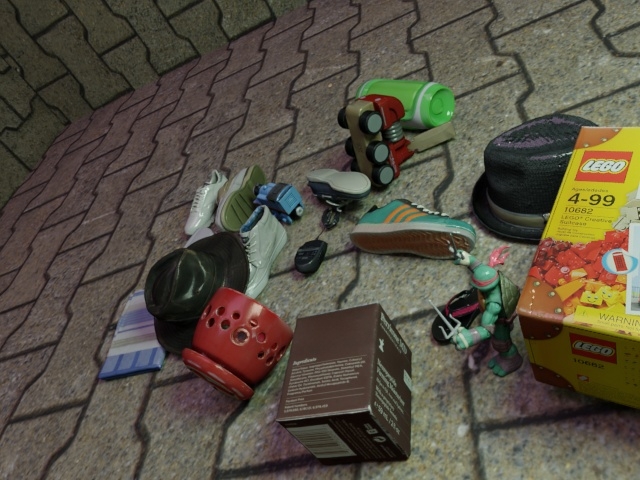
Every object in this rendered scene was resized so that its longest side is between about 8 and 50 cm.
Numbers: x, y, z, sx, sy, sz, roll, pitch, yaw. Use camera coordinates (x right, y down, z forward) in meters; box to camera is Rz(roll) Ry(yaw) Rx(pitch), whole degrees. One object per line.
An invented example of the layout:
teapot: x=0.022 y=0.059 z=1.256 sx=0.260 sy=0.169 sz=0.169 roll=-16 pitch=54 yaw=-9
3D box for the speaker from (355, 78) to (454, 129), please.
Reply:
speaker: x=0.233 y=-0.391 z=1.541 sx=0.131 sy=0.131 sz=0.296 roll=-46 pitch=38 yaw=-16

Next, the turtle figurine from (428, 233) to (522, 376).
turtle figurine: x=0.262 y=0.104 z=0.863 sx=0.118 sy=0.234 sz=0.175 roll=-5 pitch=45 yaw=34

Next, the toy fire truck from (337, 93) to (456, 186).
toy fire truck: x=0.200 y=-0.278 z=1.381 sx=0.246 sy=0.217 sz=0.158 roll=-32 pitch=33 yaw=-23

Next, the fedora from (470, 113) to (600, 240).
fedora: x=0.451 y=-0.152 z=1.079 sx=0.333 sy=0.153 sz=0.334 roll=-21 pitch=38 yaw=17

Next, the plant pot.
plant pot: x=-0.176 y=0.216 z=1.112 sx=0.191 sy=0.191 sz=0.174 roll=9 pitch=57 yaw=43

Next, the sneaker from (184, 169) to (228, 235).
sneaker: x=-0.370 y=-0.117 z=1.717 sx=0.090 sy=0.095 sz=0.235 roll=3 pitch=51 yaw=37

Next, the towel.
towel: x=-0.464 y=0.234 z=1.443 sx=0.209 sy=0.034 sz=0.285 roll=-15 pitch=42 yaw=20

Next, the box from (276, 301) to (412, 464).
box: x=0.050 y=0.245 z=0.921 sx=0.166 sy=0.168 sz=0.203 roll=-15 pitch=41 yaw=25

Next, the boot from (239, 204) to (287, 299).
boot: x=-0.178 y=0.030 z=1.377 sx=0.095 sy=0.123 sz=0.258 roll=-6 pitch=45 yaw=33

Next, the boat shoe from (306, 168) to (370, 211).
boat shoe: x=0.047 y=-0.131 z=1.417 sx=0.095 sy=0.079 sz=0.254 roll=-28 pitch=27 yaw=-30

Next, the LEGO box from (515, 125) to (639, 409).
LEGO box: x=0.565 y=0.046 z=0.691 sx=0.499 sy=0.193 sz=0.373 roll=9 pitch=55 yaw=36

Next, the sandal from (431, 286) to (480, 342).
sandal: x=0.270 y=0.117 z=1.006 sx=0.179 sy=0.040 sz=0.067 roll=-41 pitch=37 yaw=-9

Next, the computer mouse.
computer mouse: x=0.000 y=0.000 z=1.357 sx=0.071 sy=0.041 sz=0.242 roll=-5 pitch=39 yaw=32

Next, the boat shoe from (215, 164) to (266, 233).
boat shoe: x=-0.253 y=-0.114 z=1.621 sx=0.103 sy=0.113 sz=0.302 roll=-16 pitch=29 yaw=25

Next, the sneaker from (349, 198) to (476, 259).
sneaker: x=0.204 y=-0.039 z=1.177 sx=0.302 sy=0.108 sz=0.121 roll=4 pitch=55 yaw=42

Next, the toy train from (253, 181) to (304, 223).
toy train: x=-0.121 y=-0.113 z=1.511 sx=0.080 sy=0.105 sz=0.184 roll=-48 pitch=39 yaw=-19

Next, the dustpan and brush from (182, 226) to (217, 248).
dustpan and brush: x=-0.313 y=0.029 z=1.551 sx=0.211 sy=0.060 sz=0.147 roll=-2 pitch=48 yaw=46

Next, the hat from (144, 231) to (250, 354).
hat: x=-0.336 y=0.101 z=1.311 sx=0.331 sy=0.134 sz=0.332 roll=-20 pitch=54 yaw=30
